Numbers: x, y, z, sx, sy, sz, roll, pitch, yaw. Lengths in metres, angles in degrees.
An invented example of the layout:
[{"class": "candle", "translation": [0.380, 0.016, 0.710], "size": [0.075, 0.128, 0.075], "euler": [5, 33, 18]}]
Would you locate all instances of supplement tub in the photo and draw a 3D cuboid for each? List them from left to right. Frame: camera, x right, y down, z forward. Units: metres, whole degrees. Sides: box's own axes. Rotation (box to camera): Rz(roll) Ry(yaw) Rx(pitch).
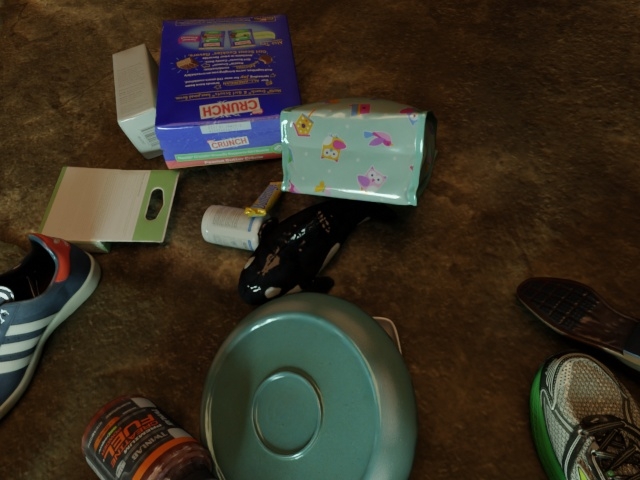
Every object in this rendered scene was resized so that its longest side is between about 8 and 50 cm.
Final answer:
[{"class": "supplement tub", "translation": [-0.209, 0.282, 0.535], "size": [0.197, 0.106, 0.106], "euler": [14, 63, 37]}, {"class": "supplement tub", "translation": [-0.144, -0.022, 0.743], "size": [0.107, 0.071, 0.071], "euler": [11, 63, 16]}]

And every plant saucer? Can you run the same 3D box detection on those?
[{"class": "plant saucer", "translation": [-0.037, 0.220, 0.543], "size": [0.317, 0.043, 0.318], "euler": [-8, 70, 23]}]

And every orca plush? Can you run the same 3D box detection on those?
[{"class": "orca plush", "translation": [0.000, 0.000, 0.665], "size": [0.287, 0.102, 0.151], "euler": [-20, 77, -17]}]

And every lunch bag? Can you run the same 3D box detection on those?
[{"class": "lunch bag", "translation": [0.079, -0.157, 0.715], "size": [0.223, 0.160, 0.262], "euler": [8, 20, 17]}]

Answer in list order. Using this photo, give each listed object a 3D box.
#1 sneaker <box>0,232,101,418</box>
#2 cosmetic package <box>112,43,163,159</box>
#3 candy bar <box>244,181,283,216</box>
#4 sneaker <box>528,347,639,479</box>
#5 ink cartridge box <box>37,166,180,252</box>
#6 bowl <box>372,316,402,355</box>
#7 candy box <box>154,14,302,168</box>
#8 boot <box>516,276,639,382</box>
[{"class": "sneaker", "translation": [-0.520, 0.140, 0.678], "size": [0.131, 0.148, 0.350], "euler": [16, 65, 19]}, {"class": "cosmetic package", "translation": [-0.382, -0.305, 0.925], "size": [0.085, 0.117, 0.231], "euler": [-21, 58, -3]}, {"class": "candy bar", "translation": [-0.092, -0.075, 0.751], "size": [0.040, 0.018, 0.161], "euler": [3, 25, 10]}, {"class": "sneaker", "translation": [0.335, 0.276, 0.435], "size": [0.134, 0.146, 0.344], "euler": [-14, 58, 3]}, {"class": "ink cartridge box", "translation": [-0.400, -0.060, 0.825], "size": [0.234, 0.056, 0.171], "euler": [3, 61, -2]}, {"class": "bowl", "translation": [0.045, 0.184, 0.598], "size": [0.141, 0.053, 0.142], "euler": [-6, 61, 7]}, {"class": "candy box", "translation": [-0.183, -0.312, 0.866], "size": [0.268, 0.122, 0.317], "euler": [-5, 58, -5]}, {"class": "boot", "translation": [0.368, 0.127, 0.564], "size": [0.082, 0.106, 0.219], "euler": [-43, 33, -9]}]
